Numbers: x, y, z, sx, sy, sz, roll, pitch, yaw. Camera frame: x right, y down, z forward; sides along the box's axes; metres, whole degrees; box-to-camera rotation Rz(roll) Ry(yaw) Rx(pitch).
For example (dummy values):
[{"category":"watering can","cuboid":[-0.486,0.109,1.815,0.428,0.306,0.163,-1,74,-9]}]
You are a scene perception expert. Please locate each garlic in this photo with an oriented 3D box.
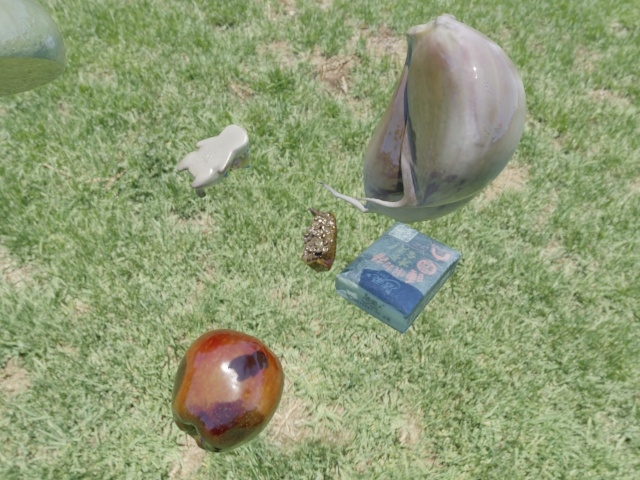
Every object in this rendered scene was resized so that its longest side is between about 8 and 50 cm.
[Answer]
[{"category":"garlic","cuboid":[0.168,-0.142,0.688,0.245,0.340,0.231,31,23,-6]}]

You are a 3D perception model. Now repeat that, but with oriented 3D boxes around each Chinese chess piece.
[{"category":"Chinese chess piece","cuboid":[-0.291,-0.158,0.365,0.144,0.059,0.144,-15,12,3]}]

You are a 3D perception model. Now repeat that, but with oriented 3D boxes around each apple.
[{"category":"apple","cuboid":[-0.187,0.296,0.878,0.229,0.230,0.230,1,53,-1]}]

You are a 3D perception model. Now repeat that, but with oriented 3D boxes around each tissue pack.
[{"category":"tissue pack","cuboid":[0.223,0.087,1.257,0.227,0.103,0.315,29,47,27]}]

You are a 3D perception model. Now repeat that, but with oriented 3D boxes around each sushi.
[{"category":"sushi","cuboid":[0.000,0.000,0.649,0.052,0.055,0.120,-6,48,19]}]

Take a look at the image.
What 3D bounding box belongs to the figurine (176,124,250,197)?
[{"category":"figurine","cuboid":[-0.106,-0.082,0.472,0.083,0.050,0.047,-37,76,-4]}]
